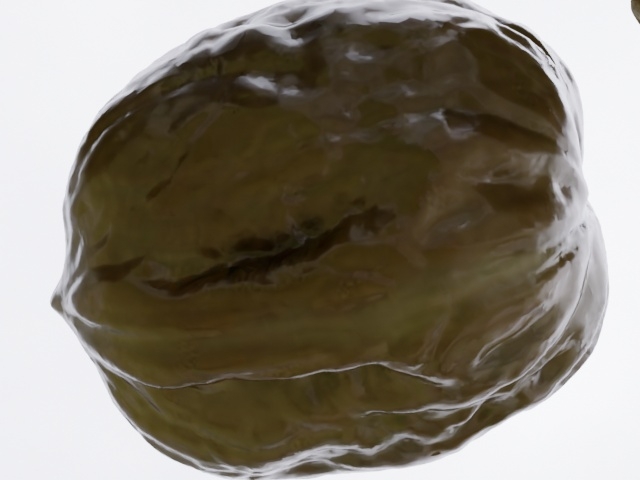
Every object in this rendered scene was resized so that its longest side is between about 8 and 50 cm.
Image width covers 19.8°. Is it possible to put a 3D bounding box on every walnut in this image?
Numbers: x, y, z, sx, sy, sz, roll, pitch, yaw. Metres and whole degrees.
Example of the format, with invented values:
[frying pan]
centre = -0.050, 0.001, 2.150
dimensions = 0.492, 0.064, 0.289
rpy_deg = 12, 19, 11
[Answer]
[walnut]
centre = 0.000, 0.000, 0.596
dimensions = 0.184, 0.155, 0.155
rpy_deg = -14, -85, 10

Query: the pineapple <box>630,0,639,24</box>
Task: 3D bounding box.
[pineapple]
centre = 0.137, -0.109, 0.548
dimensions = 0.221, 0.047, 0.221
rpy_deg = 48, -19, 22
